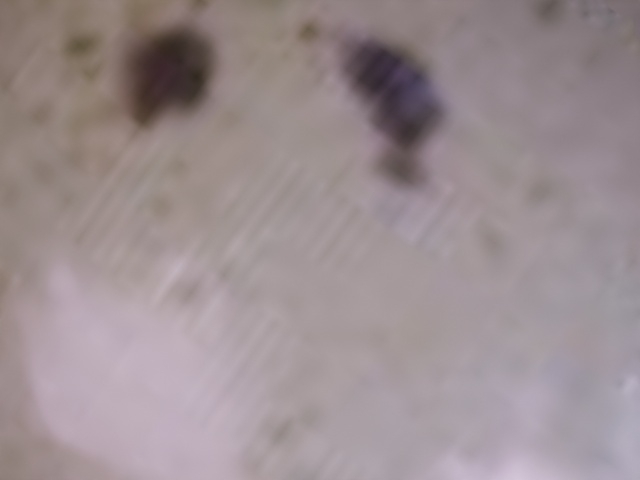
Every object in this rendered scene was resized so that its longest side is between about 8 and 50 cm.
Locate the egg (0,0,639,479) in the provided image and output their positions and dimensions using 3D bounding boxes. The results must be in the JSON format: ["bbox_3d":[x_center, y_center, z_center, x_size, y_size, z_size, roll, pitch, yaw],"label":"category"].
[{"bbox_3d":[0.018,0.020,0.611,0.428,0.345,0.345,36,138,11],"label":"egg"}]
